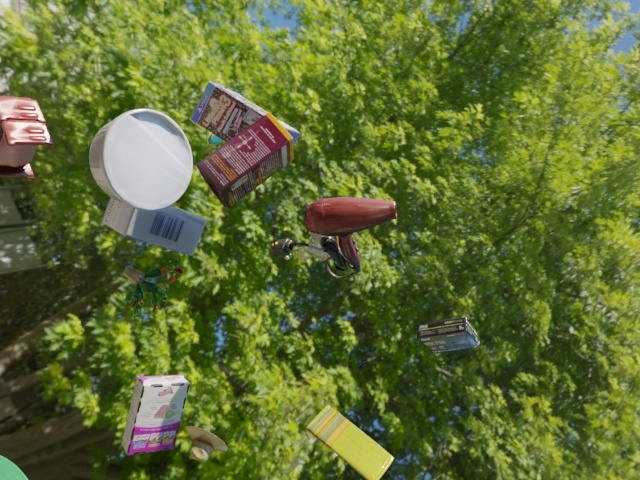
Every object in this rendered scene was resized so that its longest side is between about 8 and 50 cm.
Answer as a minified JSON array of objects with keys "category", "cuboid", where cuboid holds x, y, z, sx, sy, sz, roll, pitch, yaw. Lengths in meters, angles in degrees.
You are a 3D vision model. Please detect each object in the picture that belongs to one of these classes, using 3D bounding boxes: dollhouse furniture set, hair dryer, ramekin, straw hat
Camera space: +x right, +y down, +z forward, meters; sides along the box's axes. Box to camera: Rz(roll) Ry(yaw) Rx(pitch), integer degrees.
[{"category":"dollhouse furniture set","cuboid":[-0.951,-0.267,1.230,0.201,0.374,0.152,-31,-102,40]},{"category":"hair dryer","cuboid":[0.051,-0.018,1.017,0.293,0.223,0.080,-34,-133,44]},{"category":"ramekin","cuboid":[-0.498,-0.219,1.282,0.127,0.272,0.273,5,-77,38]},{"category":"straw hat","cuboid":[-0.340,0.598,1.336,0.144,0.061,0.145,15,-42,13]}]

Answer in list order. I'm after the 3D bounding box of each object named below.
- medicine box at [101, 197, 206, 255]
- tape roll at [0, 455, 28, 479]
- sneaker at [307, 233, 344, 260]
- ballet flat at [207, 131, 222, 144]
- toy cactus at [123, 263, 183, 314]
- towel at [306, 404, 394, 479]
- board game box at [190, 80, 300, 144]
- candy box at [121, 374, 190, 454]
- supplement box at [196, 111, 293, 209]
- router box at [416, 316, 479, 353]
[{"category":"medicine box","cuboid":[-0.614,-0.073,1.711,0.289,0.263,0.149,17,-94,49]},{"category":"tape roll","cuboid":[-0.582,0.469,0.664,0.077,0.321,0.322,-12,-90,29]},{"category":"sneaker","cuboid":[0.000,0.000,1.532,0.120,0.262,0.099,-12,-127,16]},{"category":"ballet flat","cuboid":[-0.411,-0.451,1.906,0.077,0.231,0.077,27,-52,13]},{"category":"toy cactus","cuboid":[-0.615,0.155,1.666,0.180,0.219,0.112,35,-12,1]},{"category":"towel","cuboid":[0.079,0.559,1.282,0.237,0.102,0.021,30,-47,27]},{"category":"board game box","cuboid":[-0.248,-0.391,1.598,0.291,0.232,0.141,33,-76,6]},{"category":"candy box","cuboid":[-0.535,0.562,1.516,0.071,0.159,0.234,19,-85,49]},{"category":"supplement box","cuboid":[-0.152,-0.164,0.973,0.081,0.188,0.104,49,-12,11]},{"category":"router box","cuboid":[0.301,0.226,1.099,0.122,0.092,0.038,-17,-134,29]}]
